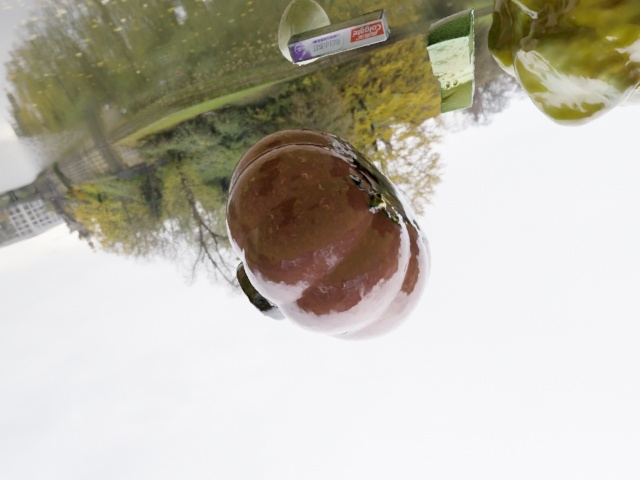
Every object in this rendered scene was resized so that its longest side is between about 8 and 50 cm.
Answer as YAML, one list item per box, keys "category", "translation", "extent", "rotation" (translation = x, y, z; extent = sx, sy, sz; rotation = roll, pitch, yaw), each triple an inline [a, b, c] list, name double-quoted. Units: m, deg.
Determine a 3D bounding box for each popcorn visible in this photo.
- category: "popcorn"
  translation: [0.353, -0.307, 0.475]
  extent: [0.293, 0.292, 0.334]
  rotation: [-43, 164, -13]

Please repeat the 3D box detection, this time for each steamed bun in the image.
- category: "steamed bun"
  translation: [-0.029, -0.440, 0.921]
  extent: [0.091, 0.112, 0.129]
  rotation: [26, -94, 31]

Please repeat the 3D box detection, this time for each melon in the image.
- category: "melon"
  translation: [0.208, -0.276, 0.680]
  extent: [0.064, 0.209, 0.117]
  rotation: [-2, -112, 21]

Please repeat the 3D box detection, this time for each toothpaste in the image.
- category: "toothpaste"
  translation: [0.030, -0.386, 0.834]
  extent: [0.197, 0.047, 0.040]
  rotation: [-3, -140, 26]

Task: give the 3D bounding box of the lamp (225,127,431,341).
- category: "lamp"
  translation: [0.000, 0.000, 0.593]
  extent: [0.240, 0.305, 0.305]
  rotation: [-40, -169, 21]
